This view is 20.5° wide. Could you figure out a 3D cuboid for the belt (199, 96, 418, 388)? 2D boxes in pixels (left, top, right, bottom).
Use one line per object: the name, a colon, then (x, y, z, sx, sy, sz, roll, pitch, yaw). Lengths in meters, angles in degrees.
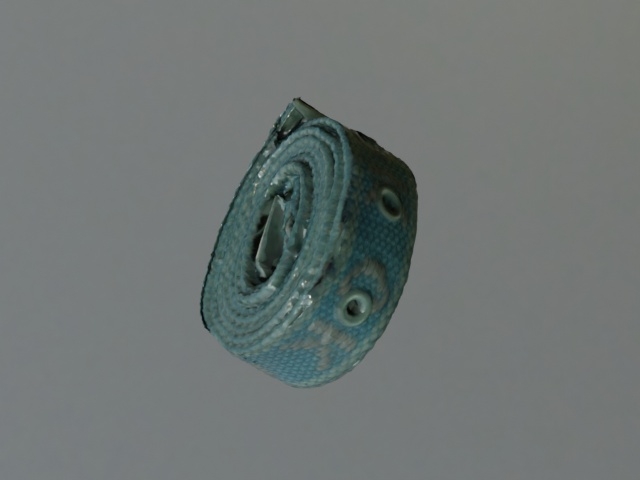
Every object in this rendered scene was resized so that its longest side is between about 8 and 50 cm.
belt: (-0.003, 0.008, 1.118, 0.082, 0.163, 0.147, 30, -178, -35)
